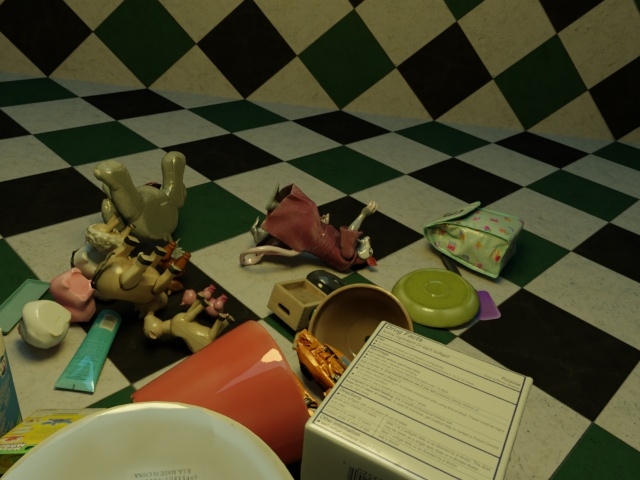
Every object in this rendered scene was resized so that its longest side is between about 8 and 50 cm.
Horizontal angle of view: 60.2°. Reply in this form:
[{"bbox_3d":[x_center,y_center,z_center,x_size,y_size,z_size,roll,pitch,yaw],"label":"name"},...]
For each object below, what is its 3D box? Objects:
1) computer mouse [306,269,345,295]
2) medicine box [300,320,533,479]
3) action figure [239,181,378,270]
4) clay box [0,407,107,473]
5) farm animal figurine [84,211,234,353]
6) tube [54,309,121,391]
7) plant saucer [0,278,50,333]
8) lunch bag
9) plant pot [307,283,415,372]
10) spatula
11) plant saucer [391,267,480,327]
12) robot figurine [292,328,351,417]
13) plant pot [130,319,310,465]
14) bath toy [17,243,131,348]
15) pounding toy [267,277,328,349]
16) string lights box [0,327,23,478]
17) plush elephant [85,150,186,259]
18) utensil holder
[{"bbox_3d":[0.074,0.130,1.501,0.242,0.041,0.071,17,31,14],"label":"computer mouse"},{"bbox_3d":[0.152,0.295,0.849,0.264,0.149,0.289,19,32,22],"label":"medicine box"},{"bbox_3d":[0.000,0.000,1.557,0.370,0.248,0.275,29,65,-11],"label":"action figure"},{"bbox_3d":[-0.449,0.337,0.927,0.128,0.053,0.222,1,0,-8],"label":"clay box"},{"bbox_3d":[-0.386,0.123,1.274,0.327,0.172,0.330,37,6,-44],"label":"farm animal figurine"},{"bbox_3d":[-0.492,0.238,1.195,0.080,0.052,0.207,3,36,2],"label":"tube"},{"bbox_3d":[-0.716,0.155,1.307,0.067,0.018,0.192,9,32,2],"label":"plant saucer"},{"bbox_3d":[0.472,-0.022,1.720,0.262,0.160,0.223,24,28,25],"label":"lunch bag"},{"bbox_3d":[0.099,0.222,1.242,0.237,0.237,0.110,22,-7,23],"label":"plant pot"},{"bbox_3d":[0.415,0.124,1.596,0.084,0.030,0.296,-6,33,-14],"label":"spatula"},{"bbox_3d":[0.315,0.143,1.506,0.241,0.037,0.241,0,33,0],"label":"plant saucer"},{"bbox_3d":[0.014,0.318,1.098,0.211,0.085,0.291,-32,54,-28],"label":"robot figurine"},{"bbox_3d":[-0.180,0.306,0.963,0.243,0.274,0.275,-21,40,-23],"label":"plant pot"},{"bbox_3d":[-0.571,0.125,1.288,0.129,0.151,0.348,-28,22,28],"label":"bath toy"},{"bbox_3d":[-0.051,0.177,1.362,0.141,0.100,0.130,35,26,34],"label":"pounding toy"},{"bbox_3d":[-0.551,0.284,0.896,0.077,0.259,0.133,-1,31,-14],"label":"string lights box"},{"bbox_3d":[-0.517,-0.078,1.532,0.256,0.329,0.272,0,21,36],"label":"plush elephant"},{"bbox_3d":[-0.197,0.390,0.593,0.328,0.385,0.327,11,51,-13],"label":"utensil holder"}]
